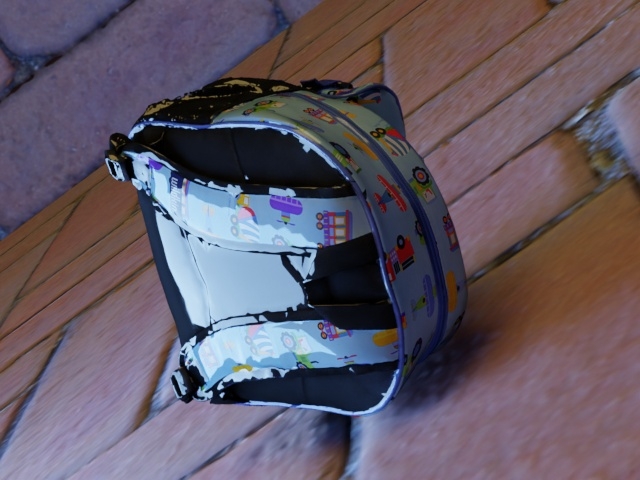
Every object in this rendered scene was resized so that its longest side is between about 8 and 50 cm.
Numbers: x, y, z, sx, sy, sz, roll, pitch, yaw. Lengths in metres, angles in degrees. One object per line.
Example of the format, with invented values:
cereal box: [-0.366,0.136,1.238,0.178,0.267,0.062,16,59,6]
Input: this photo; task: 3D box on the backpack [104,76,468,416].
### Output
backpack: [0.000,0.000,0.880,0.117,0.158,0.173,-24,15,-35]
